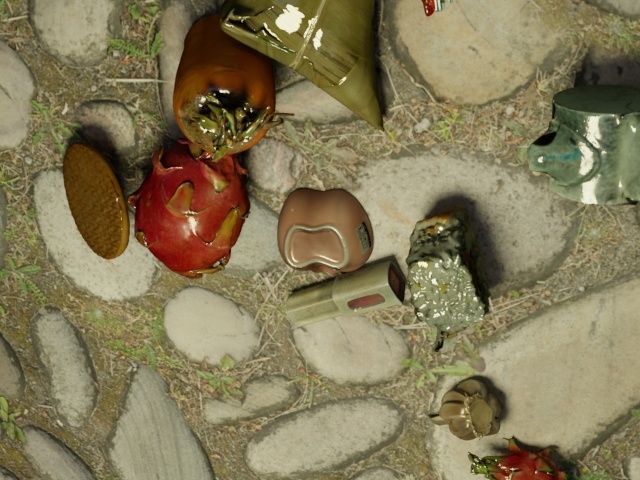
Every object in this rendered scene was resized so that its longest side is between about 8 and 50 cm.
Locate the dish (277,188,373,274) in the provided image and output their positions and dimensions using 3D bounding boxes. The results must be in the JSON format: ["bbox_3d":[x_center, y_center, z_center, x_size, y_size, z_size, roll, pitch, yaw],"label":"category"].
[{"bbox_3d":[0.000,0.000,1.927,0.213,0.090,0.213,6,116,12],"label":"dish"}]

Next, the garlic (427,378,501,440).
[{"bbox_3d":[0.308,0.378,2.023,0.131,0.127,0.194,58,144,5],"label":"garlic"}]

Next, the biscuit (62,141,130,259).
[{"bbox_3d":[-0.470,-0.084,1.980,0.262,0.037,0.262,28,127,44],"label":"biscuit"}]

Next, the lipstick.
[{"bbox_3d":[0.049,0.116,1.973,0.252,0.077,0.079,-16,129,26],"label":"lipstick"}]

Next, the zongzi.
[{"bbox_3d":[0.082,-0.453,1.659,0.418,0.181,0.447,35,117,-20],"label":"zongzi"}]

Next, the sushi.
[{"bbox_3d":[0.253,0.077,1.841,0.139,0.184,0.274,-13,112,22],"label":"sushi"}]

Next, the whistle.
[{"bbox_3d":[0.569,-0.168,1.633,0.404,0.188,0.168,2,115,14],"label":"whistle"}]

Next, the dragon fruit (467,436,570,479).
[{"bbox_3d":[0.426,0.502,2.027,0.235,0.137,0.135,24,116,6],"label":"dragon fruit"}]

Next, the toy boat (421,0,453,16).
[{"bbox_3d":[0.197,-0.485,1.654,0.058,0.069,0.173,-15,113,0],"label":"toy boat"}]

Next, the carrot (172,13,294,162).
[{"bbox_3d":[-0.175,-0.265,1.755,0.214,0.331,0.193,39,117,-25],"label":"carrot"}]

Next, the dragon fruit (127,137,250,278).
[{"bbox_3d":[-0.264,-0.063,1.900,0.250,0.250,0.315,37,137,-4],"label":"dragon fruit"}]
